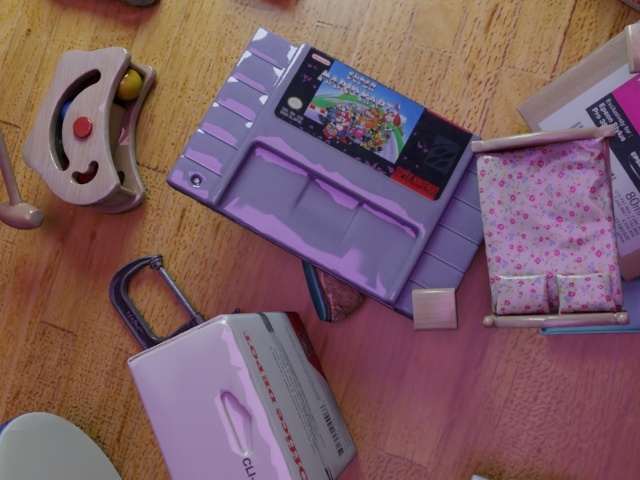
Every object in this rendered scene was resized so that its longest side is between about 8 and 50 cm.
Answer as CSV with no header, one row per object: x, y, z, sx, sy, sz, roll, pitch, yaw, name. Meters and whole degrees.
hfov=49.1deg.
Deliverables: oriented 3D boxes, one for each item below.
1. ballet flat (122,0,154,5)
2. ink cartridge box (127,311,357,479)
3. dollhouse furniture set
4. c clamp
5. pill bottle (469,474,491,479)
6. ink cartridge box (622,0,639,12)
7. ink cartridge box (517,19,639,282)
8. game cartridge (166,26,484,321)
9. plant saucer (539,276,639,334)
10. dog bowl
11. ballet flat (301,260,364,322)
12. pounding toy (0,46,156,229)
-0.323,-0.380,0.972,0.213,0.068,0.072,17,88,13,ballet flat
-0.068,0.187,0.757,0.114,0.273,0.196,-26,80,8,ink cartridge box
0.233,-0.066,0.642,0.356,0.174,0.303,-6,88,21,dollhouse furniture set
-0.202,0.081,0.928,0.137,0.022,0.160,-45,79,10,c clamp
0.273,0.362,0.725,0.283,0.160,0.160,19,89,13,pill bottle
0.365,-0.341,0.718,0.198,0.273,0.114,39,96,13,ink cartridge box
0.360,-0.103,0.753,0.193,0.088,0.234,-37,76,35,ink cartridge box
0.030,-0.079,0.824,0.355,0.068,0.230,29,85,2,game cartridge
0.351,0.074,0.810,0.192,0.018,0.067,-3,84,11,plant saucer
-0.321,0.336,0.801,0.104,0.265,0.264,-31,79,5,dog bowl
0.000,0.000,0.877,0.067,0.073,0.206,-17,83,-17,ballet flat
-0.311,-0.126,0.900,0.154,0.155,0.269,21,89,18,pounding toy
